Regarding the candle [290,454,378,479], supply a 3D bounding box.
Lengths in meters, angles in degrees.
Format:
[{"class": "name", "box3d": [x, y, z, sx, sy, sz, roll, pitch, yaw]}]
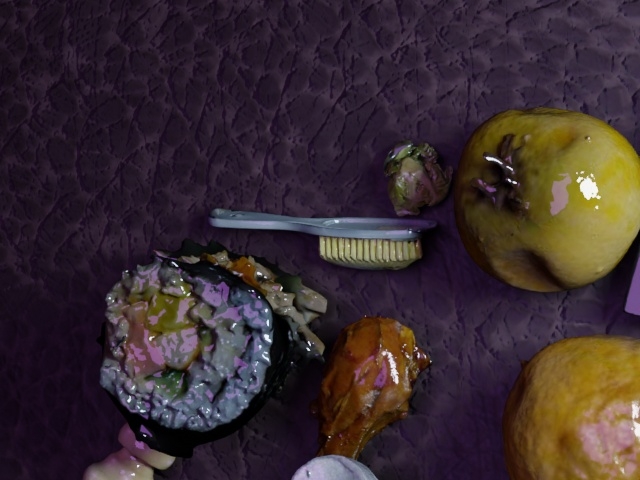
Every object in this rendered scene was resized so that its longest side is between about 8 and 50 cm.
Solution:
[{"class": "candle", "box3d": [0.021, 0.336, 1.659, 0.168, 0.068, 0.192, 23, 88, 23]}]

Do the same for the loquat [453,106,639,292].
[{"class": "loquat", "box3d": [0.241, -0.041, 1.628, 0.213, 0.213, 0.213, -4, 80, 22]}]

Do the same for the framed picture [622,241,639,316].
[{"class": "framed picture", "box3d": [0.511, -0.006, 1.584, 0.347, 0.016, 0.265, 14, 87, 16]}]

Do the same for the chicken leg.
[{"class": "chicken leg", "box3d": [0.020, 0.226, 1.750, 0.113, 0.093, 0.304, 29, 98, 11]}]

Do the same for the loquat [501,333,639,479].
[{"class": "loquat", "box3d": [0.298, 0.206, 1.569, 0.238, 0.193, 0.238, -13, 69, 38]}]

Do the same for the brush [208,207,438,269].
[{"class": "brush", "box3d": [0.000, 0.000, 1.810, 0.296, 0.068, 0.060, 5, 105, 27]}]

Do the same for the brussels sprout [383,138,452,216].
[{"class": "brussels sprout", "box3d": [0.107, -0.077, 1.774, 0.085, 0.058, 0.085, -10, 61, 18]}]

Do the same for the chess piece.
[{"class": "chess piece", "box3d": [-0.214, 0.258, 1.846, 0.094, 0.094, 0.170, 34, 87, 24]}]

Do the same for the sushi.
[{"class": "sushi", "box3d": [-0.128, 0.108, 1.770, 0.238, 0.219, 0.225, 39, 107, -2]}]
